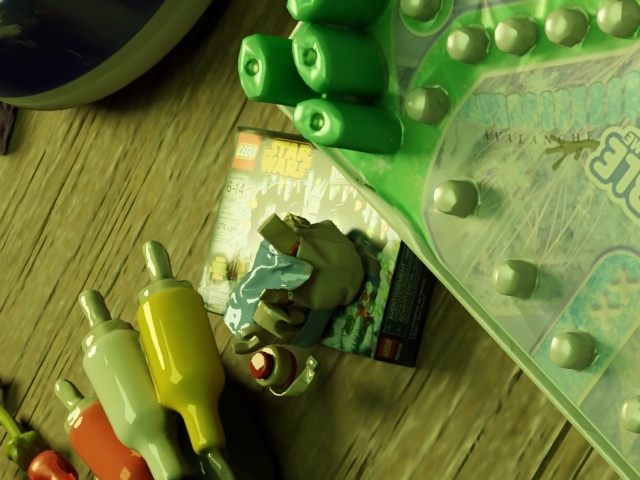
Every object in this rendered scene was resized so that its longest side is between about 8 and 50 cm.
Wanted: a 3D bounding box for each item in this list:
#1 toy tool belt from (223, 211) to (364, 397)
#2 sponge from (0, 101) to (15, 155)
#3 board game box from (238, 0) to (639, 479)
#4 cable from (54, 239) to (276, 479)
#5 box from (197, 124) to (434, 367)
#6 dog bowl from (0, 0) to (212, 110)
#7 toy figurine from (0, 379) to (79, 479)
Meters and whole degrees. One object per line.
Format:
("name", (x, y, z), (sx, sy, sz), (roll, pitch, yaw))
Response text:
("toy tool belt", (-0.022, 0.027, 0.880), (0.052, 0.051, 0.083), (44, 114, 45))
("sponge", (-0.248, -0.125, 1.245), (0.210, 0.031, 0.117), (14, 91, 50))
("board game box", (0.177, -0.092, 0.669), (0.390, 0.050, 0.390), (48, 116, 30))
("cable", (-0.050, 0.140, 0.908), (0.139, 0.072, 0.287), (-57, 43, 28))
("box", (0.000, 0.000, 0.925), (0.137, 0.027, 0.094), (12, 87, 50))
("dog bowl", (-0.154, -0.210, 1.079), (0.265, 0.104, 0.265), (-16, 65, 38))
("toy figurine", (-0.244, 0.132, 0.965), (0.191, 0.217, 0.362), (-42, 40, 0))
